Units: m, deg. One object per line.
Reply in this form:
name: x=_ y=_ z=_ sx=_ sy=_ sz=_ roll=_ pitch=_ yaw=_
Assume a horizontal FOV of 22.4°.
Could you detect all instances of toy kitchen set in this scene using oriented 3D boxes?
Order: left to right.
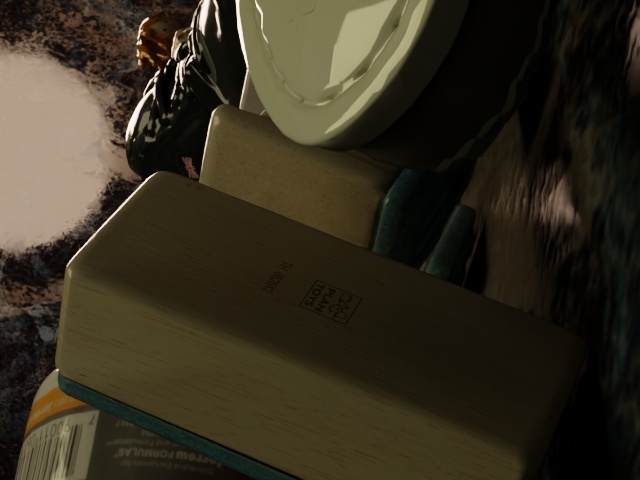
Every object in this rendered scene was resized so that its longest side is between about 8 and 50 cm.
toy kitchen set: x=0.017 y=0.038 z=0.499 sx=0.207 sy=0.122 sz=0.166 roll=-54 pitch=-18 yaw=-50

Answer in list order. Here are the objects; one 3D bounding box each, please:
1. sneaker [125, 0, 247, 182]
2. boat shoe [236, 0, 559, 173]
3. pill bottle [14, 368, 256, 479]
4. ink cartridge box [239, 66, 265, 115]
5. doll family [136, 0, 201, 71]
sneaker: x=-0.056 y=-0.067 z=0.879 sx=0.283 sy=0.124 sz=0.107 roll=82 pitch=-164 yaw=-48
boat shoe: x=0.045 y=-0.135 z=0.458 sx=0.109 sy=0.091 sz=0.305 roll=-34 pitch=38 yaw=39
pill bottle: x=-0.068 y=0.196 z=0.686 sx=0.162 sy=0.162 sz=0.278 roll=108 pitch=170 yaw=-60
ink cartridge box: x=0.021 y=-0.118 z=0.696 sx=0.092 sy=0.090 sz=0.143 roll=105 pitch=174 yaw=-46
doll family: x=-0.053 y=-0.166 z=1.227 sx=0.118 sy=0.163 sz=0.263 roll=106 pitch=172 yaw=-51
